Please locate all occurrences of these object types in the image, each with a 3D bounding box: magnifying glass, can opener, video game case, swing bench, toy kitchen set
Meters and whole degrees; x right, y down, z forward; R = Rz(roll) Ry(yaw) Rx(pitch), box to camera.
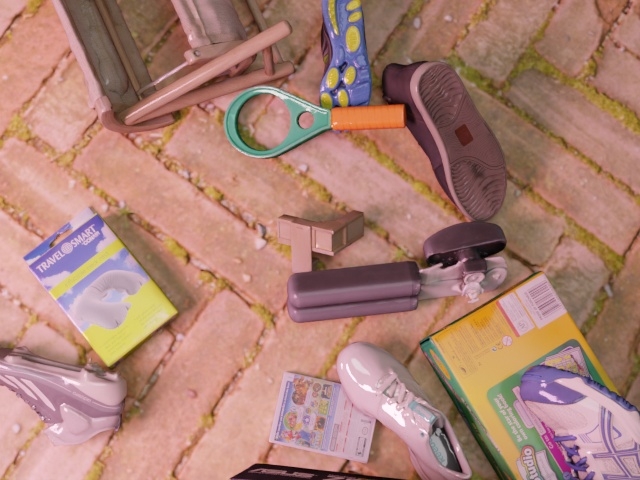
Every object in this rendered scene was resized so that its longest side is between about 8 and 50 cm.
[{"bbox_3d":[-0.009,-0.149,1.398,0.231,0.026,0.092,-1,89,13],"label":"magnifying glass"},{"bbox_3d":[0.095,0.045,1.386,0.280,0.074,0.093,-10,55,-8],"label":"can opener"},{"bbox_3d":[0.006,0.214,1.366,0.122,0.011,0.087,13,78,-2],"label":"video game case"},{"bbox_3d":[-0.196,-0.290,1.384,0.254,0.165,0.253,-23,81,-4],"label":"swing bench"},{"bbox_3d":[0.000,0.000,1.406,0.083,0.075,0.068,14,117,30],"label":"toy kitchen set"}]

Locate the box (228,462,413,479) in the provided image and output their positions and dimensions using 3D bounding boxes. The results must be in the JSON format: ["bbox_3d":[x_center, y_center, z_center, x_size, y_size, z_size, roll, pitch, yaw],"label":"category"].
[{"bbox_3d":[0.055,0.443,1.152,0.318,0.097,0.395,2,90,17],"label":"box"}]

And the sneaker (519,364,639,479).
[{"bbox_3d":[0.327,0.263,1.249,0.296,0.112,0.131,39,78,3],"label":"sneaker"}]

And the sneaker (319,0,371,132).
[{"bbox_3d":[0.033,-0.231,1.434,0.067,0.078,0.188,-1,93,6],"label":"sneaker"}]

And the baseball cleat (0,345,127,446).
[{"bbox_3d":[-0.330,0.181,1.314,0.206,0.072,0.109,11,97,10],"label":"baseball cleat"}]

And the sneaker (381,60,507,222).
[{"bbox_3d":[0.158,-0.131,1.426,0.083,0.118,0.222,-30,111,-13],"label":"sneaker"}]

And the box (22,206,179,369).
[{"bbox_3d":[-0.267,0.053,1.362,0.109,0.042,0.178,-39,85,-12],"label":"box"}]

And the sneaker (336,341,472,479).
[{"bbox_3d":[0.107,0.200,1.328,0.080,0.094,0.212,-41,88,-17],"label":"sneaker"}]

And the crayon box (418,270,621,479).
[{"bbox_3d":[0.263,0.198,1.355,0.165,0.081,0.278,-29,82,-10],"label":"crayon box"}]
